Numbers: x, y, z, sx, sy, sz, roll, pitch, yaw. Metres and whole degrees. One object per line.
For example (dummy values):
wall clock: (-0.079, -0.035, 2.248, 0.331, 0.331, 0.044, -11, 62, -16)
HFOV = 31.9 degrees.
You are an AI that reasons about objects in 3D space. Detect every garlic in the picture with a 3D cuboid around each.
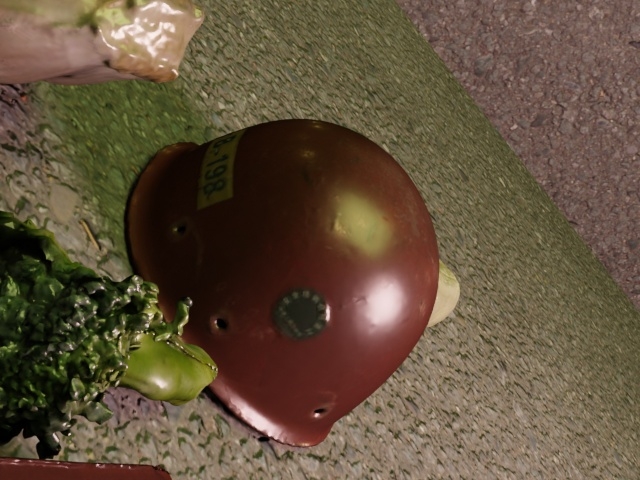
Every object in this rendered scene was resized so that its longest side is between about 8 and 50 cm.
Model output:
garlic: (-0.264, -0.283, 0.961, 0.231, 0.246, 0.340, 8, 68, -49)

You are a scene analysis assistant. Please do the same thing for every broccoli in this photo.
broccoli: (-0.165, 0.087, 0.847, 0.165, 0.145, 0.304, 25, -2, 23)

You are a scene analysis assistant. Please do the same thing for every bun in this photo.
bun: (0.091, 0.046, 1.460, 0.188, 0.111, 0.164, 29, 19, -46)

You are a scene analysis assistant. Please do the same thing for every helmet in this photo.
helmet: (0.000, 0.000, 1.158, 0.337, 0.230, 0.385, 47, 26, -24)

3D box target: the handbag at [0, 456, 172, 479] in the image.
handbag: (-0.154, 0.254, 0.655, 0.275, 0.084, 0.260, 24, 45, -61)
